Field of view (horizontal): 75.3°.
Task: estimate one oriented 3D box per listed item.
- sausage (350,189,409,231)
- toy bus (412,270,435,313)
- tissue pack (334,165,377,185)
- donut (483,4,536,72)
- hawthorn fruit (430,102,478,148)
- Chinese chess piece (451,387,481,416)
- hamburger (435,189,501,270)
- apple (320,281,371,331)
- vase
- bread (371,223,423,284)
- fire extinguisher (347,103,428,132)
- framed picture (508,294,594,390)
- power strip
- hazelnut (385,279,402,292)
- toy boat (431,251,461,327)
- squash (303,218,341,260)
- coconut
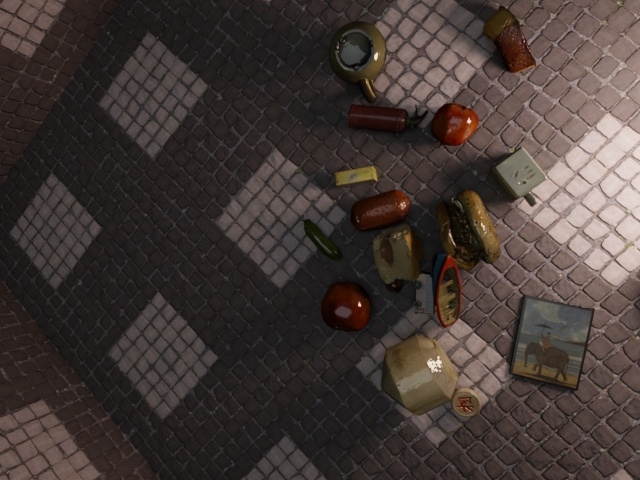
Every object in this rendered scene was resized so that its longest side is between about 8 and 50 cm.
[{"bbox_3d":[0.261,-0.128,1.821,0.268,0.153,0.140,-17,78,15],"label":"sausage"},{"bbox_3d":[0.456,0.223,1.800,0.104,0.091,0.181,2,91,18],"label":"toy bus"},{"bbox_3d":[0.161,-0.288,1.879,0.176,0.095,0.062,-7,89,17],"label":"tissue pack"},{"bbox_3d":[0.758,-0.814,1.679,0.112,0.151,0.294,-33,82,24],"label":"donut"},{"bbox_3d":[0.547,-0.468,1.730,0.179,0.179,0.200,32,111,14],"label":"hawthorn fruit"},{"bbox_3d":[0.623,0.693,1.776,0.122,0.051,0.121,0,91,16],"label":"Chinese chess piece"},{"bbox_3d":[0.591,-0.035,1.673,0.195,0.277,0.317,-23,89,24],"label":"hamburger"},{"bbox_3d":[0.116,0.294,1.844,0.230,0.230,0.229,0,91,16],"label":"apple"},{"bbox_3d":[0.180,-0.759,1.799,0.241,0.302,0.328,-13,105,16],"label":"vase"},{"bbox_3d":[0.346,0.041,1.802,0.184,0.211,0.223,-7,115,31],"label":"bread"},{"bbox_3d":[0.300,-0.554,1.840,0.338,0.106,0.147,10,72,15],"label":"fire extinguisher"},{"bbox_3d":[0.942,0.416,1.699,0.265,0.016,0.346,12,93,17],"label":"framed picture"},{"bbox_3d":[0.810,-0.242,1.667,0.140,0.139,0.224,-38,80,13],"label":"power strip"},{"bbox_3d":[0.328,0.193,1.848,0.087,0.086,0.086,0,91,16],"label":"hazelnut"},{"bbox_3d":[0.507,0.198,1.685,0.136,0.079,0.391,-29,126,-16],"label":"toy boat"},{"bbox_3d":[0.000,0.000,1.944,0.069,0.069,0.258,-46,79,12],"label":"squash"},{"bbox_3d":[0.397,0.563,1.724,0.324,0.323,0.322,0,91,16],"label":"coconut"}]
